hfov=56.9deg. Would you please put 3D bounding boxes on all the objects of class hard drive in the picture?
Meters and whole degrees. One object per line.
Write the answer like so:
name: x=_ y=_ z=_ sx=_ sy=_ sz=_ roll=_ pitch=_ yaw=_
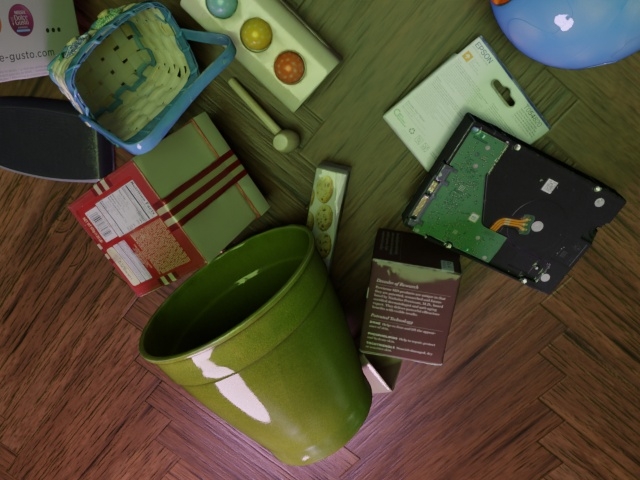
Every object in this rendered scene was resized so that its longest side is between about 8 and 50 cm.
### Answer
hard drive: x=-0.560 y=-0.205 z=1.229 sx=0.254 sy=0.054 sz=0.172 roll=8 pitch=112 yaw=6
hard drive: x=0.354 y=-0.060 z=1.102 sx=0.338 sy=0.064 sz=0.237 roll=23 pitch=116 yaw=-13

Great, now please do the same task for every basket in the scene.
basket: x=-0.313 y=-0.277 z=1.014 sx=0.288 sy=0.255 sz=0.201 roll=25 pitch=157 yaw=29

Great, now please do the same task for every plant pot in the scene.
plant pot: x=0.101 y=0.271 z=1.288 sx=0.096 sy=0.109 sz=0.109 roll=-31 pitch=104 yaw=31
plant pot: x=-0.081 y=0.219 z=1.115 sx=0.366 sy=0.366 sz=0.353 roll=-26 pitch=112 yaw=18

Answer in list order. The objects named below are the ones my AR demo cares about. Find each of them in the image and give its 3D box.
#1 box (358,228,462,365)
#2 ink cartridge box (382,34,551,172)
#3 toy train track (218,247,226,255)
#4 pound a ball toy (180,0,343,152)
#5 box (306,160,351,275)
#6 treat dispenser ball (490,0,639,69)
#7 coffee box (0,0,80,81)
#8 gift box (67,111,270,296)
box: x=0.176 y=0.108 z=1.172 sx=0.166 sy=0.168 sz=0.203 roll=9 pitch=112 yaw=6
ink cartridge box: x=0.268 y=-0.221 z=1.095 sx=0.224 sy=0.045 sz=0.223 roll=-37 pitch=102 yaw=19
toy train track: x=-0.210 y=0.043 z=1.294 sx=0.048 sy=0.014 sz=0.083 roll=-11 pitch=115 yaw=6
pound a ball toy: x=-0.112 y=-0.326 z=1.067 sx=0.319 sy=0.136 sz=0.208 roll=43 pitch=111 yaw=-8
box: x=0.000 y=0.000 z=1.215 sx=0.067 sy=0.063 sz=0.324 roll=14 pitch=113 yaw=6
treat dispenser ball: x=0.396 y=-0.403 z=0.873 sx=0.288 sy=0.288 sz=0.288 roll=3 pitch=112 yaw=8
coffee box: x=-0.665 y=-0.434 z=0.974 sx=0.338 sy=0.337 sz=0.335 roll=6 pitch=113 yaw=21
gift box: x=-0.293 y=-0.076 z=1.136 sx=0.276 sy=0.258 sz=0.255 roll=-17 pitch=111 yaw=36
